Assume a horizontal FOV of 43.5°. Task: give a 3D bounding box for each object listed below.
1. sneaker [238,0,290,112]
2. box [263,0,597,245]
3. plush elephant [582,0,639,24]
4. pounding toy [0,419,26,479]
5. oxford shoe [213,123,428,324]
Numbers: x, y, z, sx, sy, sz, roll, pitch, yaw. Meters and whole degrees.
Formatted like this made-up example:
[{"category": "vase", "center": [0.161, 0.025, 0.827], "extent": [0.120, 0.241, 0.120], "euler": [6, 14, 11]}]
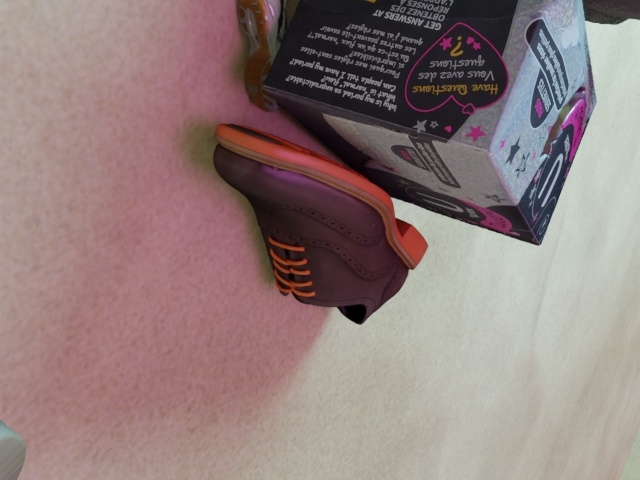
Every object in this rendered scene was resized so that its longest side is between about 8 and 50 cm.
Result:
[{"category": "sneaker", "center": [-0.030, -0.129, 0.540], "extent": [0.037, 0.032, 0.083], "euler": [-32, 131, -43]}, {"category": "box", "center": [0.098, -0.104, 0.588], "extent": [0.142, 0.163, 0.247], "euler": [-68, 155, -3]}, {"category": "plush elephant", "center": [0.201, -0.319, 0.599], "extent": [0.271, 0.330, 0.255], "euler": [77, 19, -56]}, {"category": "pounding toy", "center": [-0.237, 0.093, 0.326], "extent": [0.269, 0.155, 0.154], "euler": [-50, 170, -14]}, {"category": "oxford shoe", "center": [0.000, 0.000, 0.593], "extent": [0.098, 0.097, 0.271], "euler": [-61, 145, -4]}]
